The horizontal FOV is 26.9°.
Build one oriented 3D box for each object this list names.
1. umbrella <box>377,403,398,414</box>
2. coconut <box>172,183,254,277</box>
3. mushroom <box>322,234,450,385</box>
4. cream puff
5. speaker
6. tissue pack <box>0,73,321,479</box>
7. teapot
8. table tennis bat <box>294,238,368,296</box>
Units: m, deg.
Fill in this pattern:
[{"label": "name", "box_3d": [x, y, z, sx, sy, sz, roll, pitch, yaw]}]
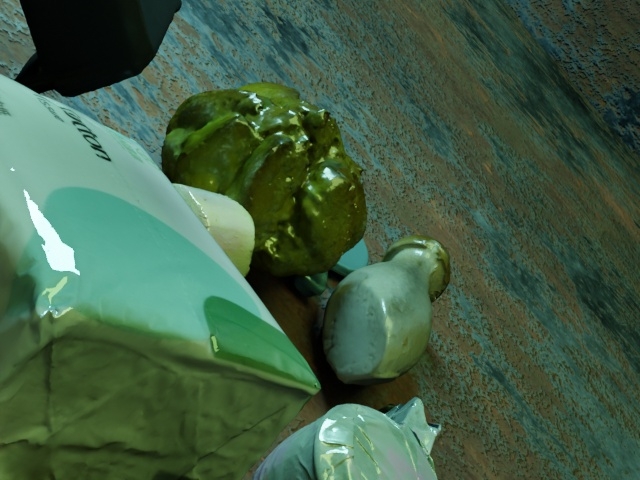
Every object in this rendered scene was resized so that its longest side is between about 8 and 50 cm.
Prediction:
[{"label": "umbrella", "box_3d": [0.093, 0.271, 1.429, 0.066, 0.059, 0.235, 51, 20, -44]}, {"label": "coconut", "box_3d": [-0.139, 0.002, 1.349, 0.122, 0.116, 0.116, 14, 44, -49]}, {"label": "mushroom", "box_3d": [0.080, 0.083, 1.581, 0.128, 0.128, 0.350, 50, 23, -3]}, {"label": "cream puff", "box_3d": [-0.060, -0.071, 1.502, 0.244, 0.196, 0.244, 13, 16, -4]}, {"label": "speaker", "box_3d": [-0.260, -0.311, 1.258, 0.180, 0.184, 0.388, -79, 161, -60]}, {"label": "tissue pack", "box_3d": [-0.204, 0.035, 1.009, 0.266, 0.194, 0.356, 24, 19, -46]}, {"label": "teapot", "box_3d": [0.006, 0.230, 1.209, 0.163, 0.178, 0.221, 37, 35, -27]}, {"label": "table tennis bat", "box_3d": [0.000, 0.000, 1.662, 0.153, 0.040, 0.244, 42, 23, -14]}]
